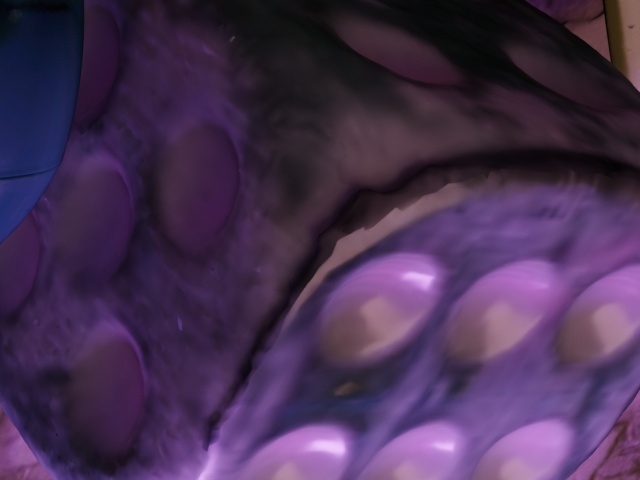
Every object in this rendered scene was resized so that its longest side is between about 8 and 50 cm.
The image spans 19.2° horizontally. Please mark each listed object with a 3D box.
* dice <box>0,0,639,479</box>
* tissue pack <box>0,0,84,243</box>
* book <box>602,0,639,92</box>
[{"bbox_3d":[0.000,0.000,1.182,0.328,0.348,0.330,4,119,-40],"label":"dice"},{"bbox_3d":[-0.282,-0.080,0.990,0.287,0.198,0.206,-1,124,-41],"label":"tissue pack"},{"bbox_3d":[0.199,-0.227,1.264,0.035,0.239,0.352,-7,138,10],"label":"book"}]
